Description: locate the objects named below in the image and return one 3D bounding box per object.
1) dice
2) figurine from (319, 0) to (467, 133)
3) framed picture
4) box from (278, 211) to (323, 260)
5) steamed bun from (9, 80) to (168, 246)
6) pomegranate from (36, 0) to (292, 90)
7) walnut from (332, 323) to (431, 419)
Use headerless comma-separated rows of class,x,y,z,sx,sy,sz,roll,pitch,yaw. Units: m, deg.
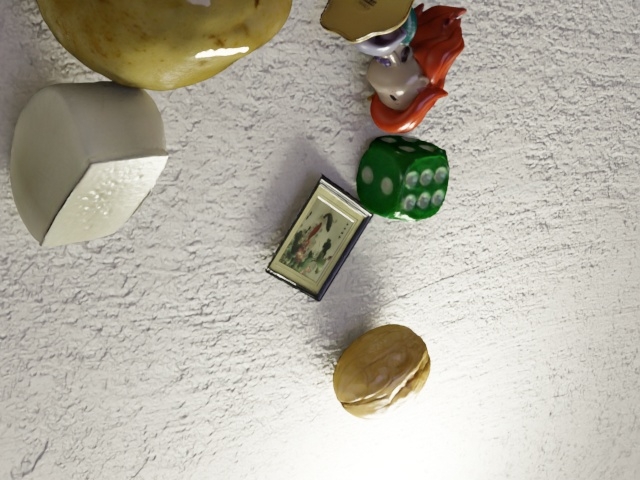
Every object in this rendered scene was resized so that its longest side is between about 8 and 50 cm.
dice,0.148,-0.110,1.865,0.128,0.120,0.131,-6,113,-39
figurine,0.134,-0.313,1.719,0.257,0.181,0.208,52,45,-51
framed picture,0.000,0.000,1.850,0.195,0.010,0.199,-58,144,-1
box,-0.034,-0.009,1.828,0.083,0.012,0.046,-46,136,-15
steamed bun,-0.312,-0.116,1.392,0.146,0.164,0.241,-9,155,-38
pomegranate,-0.198,-0.349,1.298,0.333,0.332,0.332,-20,123,-34
walnut,0.117,0.248,1.997,0.207,0.159,0.159,-40,132,-19
